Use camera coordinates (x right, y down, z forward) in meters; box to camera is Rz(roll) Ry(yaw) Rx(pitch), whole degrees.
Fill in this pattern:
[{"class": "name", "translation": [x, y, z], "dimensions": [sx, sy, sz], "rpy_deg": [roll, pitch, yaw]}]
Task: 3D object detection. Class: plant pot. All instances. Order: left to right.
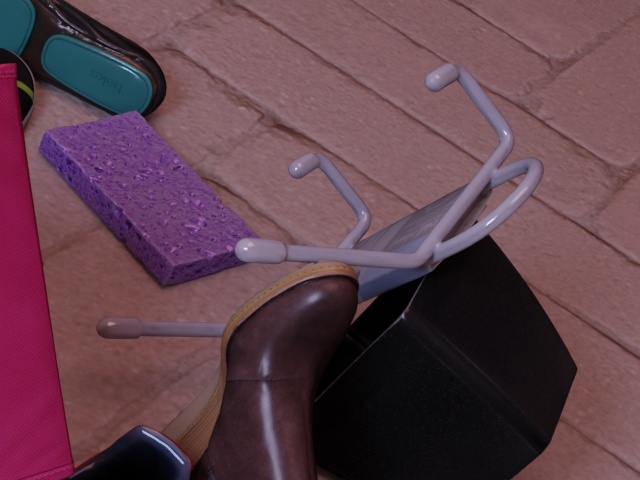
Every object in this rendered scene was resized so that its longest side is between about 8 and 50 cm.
[{"class": "plant pot", "translation": [0.105, 0.121, 1.249], "dimensions": [0.167, 0.187, 0.188], "rpy_deg": [40, 34, -2]}]

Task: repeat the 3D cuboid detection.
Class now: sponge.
[{"class": "sponge", "translation": [-0.164, -0.044, 1.417], "dimensions": [0.117, 0.031, 0.210], "rpy_deg": [-16, 52, -45]}]

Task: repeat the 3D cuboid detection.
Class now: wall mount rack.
[{"class": "wall mount rack", "translation": [0.000, 0.000, 1.198], "dimensions": [0.130, 0.350, 0.304], "rpy_deg": [51, 49, -9]}]

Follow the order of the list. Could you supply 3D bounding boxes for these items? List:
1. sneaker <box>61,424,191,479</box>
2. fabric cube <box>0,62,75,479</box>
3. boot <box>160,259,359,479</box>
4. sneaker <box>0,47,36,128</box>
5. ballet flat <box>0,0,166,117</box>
[{"class": "sneaker", "translation": [-0.188, 0.235, 0.925], "dimensions": [0.131, 0.148, 0.350], "rpy_deg": [29, 35, 6]}, {"class": "fabric cube", "translation": [-0.335, 0.040, 0.908], "dimensions": [0.259, 0.258, 0.254], "rpy_deg": [-11, 5, -42]}, {"class": "boot", "translation": [-0.018, 0.160, 1.052], "dimensions": [0.090, 0.248, 0.207], "rpy_deg": [13, 36, -42]}, {"class": "sneaker", "translation": [-0.317, -0.134, 1.380], "dimensions": [0.084, 0.097, 0.235], "rpy_deg": [23, 34, -4]}, {"class": "ballet flat", "translation": [-0.285, -0.213, 1.524], "dimensions": [0.280, 0.095, 0.096], "rpy_deg": [32, 23, -9]}]
